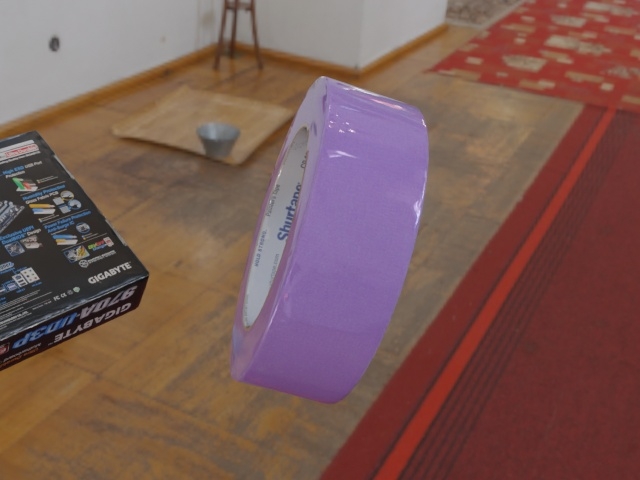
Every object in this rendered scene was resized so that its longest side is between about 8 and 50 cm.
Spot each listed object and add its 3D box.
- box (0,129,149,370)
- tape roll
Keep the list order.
[{"bbox_3d":[-0.270,0.016,0.639,0.220,0.051,0.175,-27,66,-40],"label":"box"},{"bbox_3d":[0.000,0.000,0.745,0.090,0.275,0.275,15,26,-11],"label":"tape roll"}]
